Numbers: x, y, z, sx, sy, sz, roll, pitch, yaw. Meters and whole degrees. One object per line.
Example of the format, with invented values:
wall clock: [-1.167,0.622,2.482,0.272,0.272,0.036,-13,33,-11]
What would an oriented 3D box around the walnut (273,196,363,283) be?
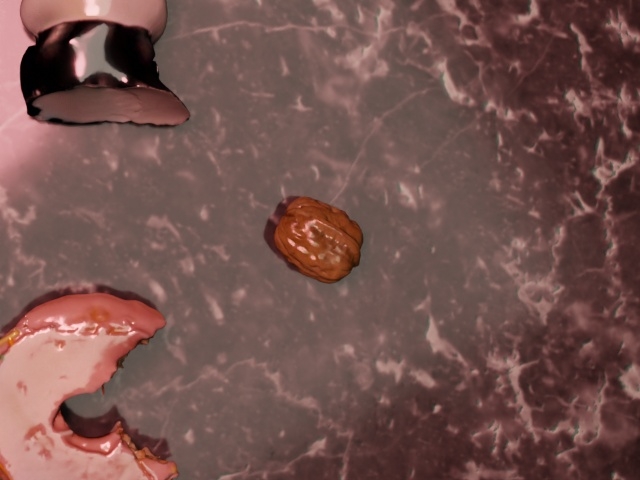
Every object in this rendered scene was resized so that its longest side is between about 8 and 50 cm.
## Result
walnut: [0.000,0.000,1.625,0.096,0.082,0.079,33,59,-8]

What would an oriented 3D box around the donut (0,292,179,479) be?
donut: [-0.248,0.169,1.585,0.199,0.085,0.233,-4,93,-10]

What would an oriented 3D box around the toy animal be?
toy animal: [-0.214,-0.206,1.558,0.166,0.138,0.179,2,84,-29]
